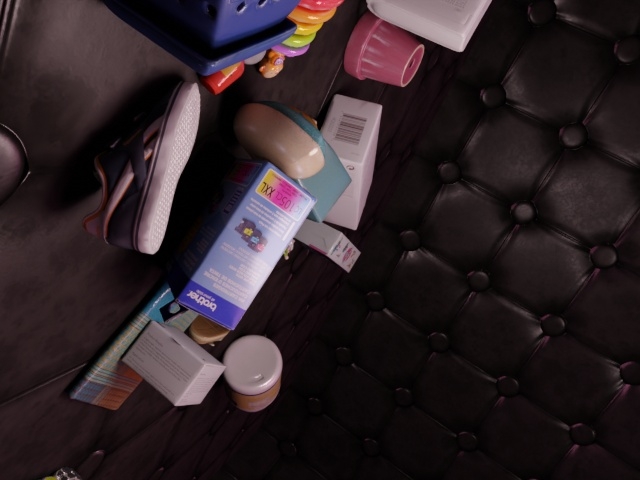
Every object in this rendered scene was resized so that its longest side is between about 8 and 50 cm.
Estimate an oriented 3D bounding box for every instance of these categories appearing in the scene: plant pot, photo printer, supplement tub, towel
[{"bbox_3d":[-0.058,-0.198,1.323,0.166,0.165,0.234,-54,141,-19],"label":"plant pot"},{"bbox_3d":[0.194,-0.550,1.452,0.201,0.180,0.201,-51,164,-21],"label":"plant pot"},{"bbox_3d":[-0.141,-0.366,0.641,0.236,0.235,0.212,-45,166,-43],"label":"plant pot"},{"bbox_3d":[0.288,-0.660,1.275,0.256,0.307,0.107,-61,166,-1],"label":"photo printer"},{"bbox_3d":[-0.282,0.559,2.039,0.241,0.241,0.331,-49,163,-32],"label":"supplement tub"},{"bbox_3d":[-0.453,0.260,1.272,0.370,0.040,0.271,-51,164,-20],"label":"towel"}]

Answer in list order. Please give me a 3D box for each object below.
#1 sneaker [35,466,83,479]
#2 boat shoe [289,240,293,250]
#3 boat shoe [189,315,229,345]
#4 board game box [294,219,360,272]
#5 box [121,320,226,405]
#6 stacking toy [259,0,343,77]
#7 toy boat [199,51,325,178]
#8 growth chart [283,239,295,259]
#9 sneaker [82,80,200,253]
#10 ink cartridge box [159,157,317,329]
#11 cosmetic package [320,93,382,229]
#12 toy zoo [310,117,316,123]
[{"bbox_3d":[-0.685,0.647,1.236,0.110,0.107,0.275,-37,159,-3],"label":"sneaker"},{"bbox_3d":[-0.137,-0.008,1.566,0.306,0.105,0.113,-53,163,1],"label":"boat shoe"},{"bbox_3d":[-0.335,0.275,1.549,0.089,0.104,0.285,-53,171,11],"label":"boat shoe"},{"bbox_3d":[0.000,0.000,1.779,0.098,0.223,0.303,-60,158,-3],"label":"board game box"},{"bbox_3d":[-0.359,0.308,1.236,0.119,0.180,0.182,-53,165,-10],"label":"box"},{"bbox_3d":[-0.063,-0.433,0.974,0.175,0.166,0.302,-34,169,-37],"label":"stacking toy"},{"bbox_3d":[-0.103,-0.267,1.018,0.148,0.267,0.318,-49,132,-12],"label":"toy boat"},{"bbox_3d":[-0.086,-0.048,1.879,0.237,0.021,0.172,-56,164,-9],"label":"growth chart"},{"bbox_3d":[-0.296,-0.142,0.828,0.126,0.127,0.321,103,-1,-66],"label":"sneaker"},{"bbox_3d":[-0.210,0.019,1.109,0.396,0.151,0.270,-59,-155,-4],"label":"ink cartridge box"},{"bbox_3d":[0.086,-0.244,1.662,0.453,0.161,0.230,86,22,-66],"label":"cosmetic package"},{"bbox_3d":[-0.066,-0.228,1.550,0.192,0.030,0.293,-54,165,-14],"label":"toy zoo"}]
